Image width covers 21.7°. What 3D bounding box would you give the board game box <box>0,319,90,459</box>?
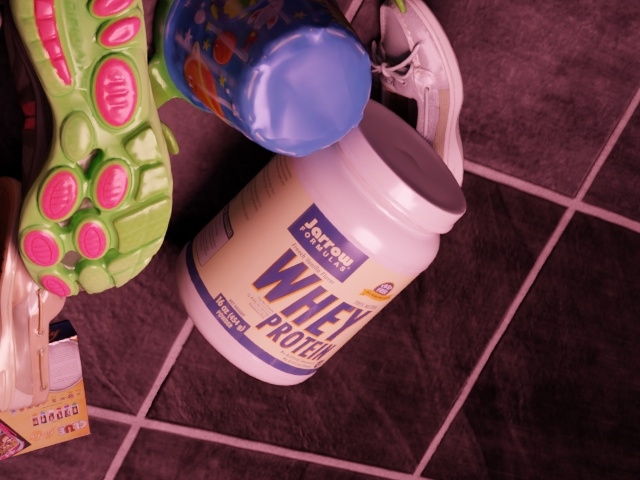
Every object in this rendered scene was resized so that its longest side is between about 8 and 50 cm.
[{"bbox_3d":[-0.427,0.210,2.155,0.243,0.042,0.165,-14,124,-20],"label":"board game box"}]

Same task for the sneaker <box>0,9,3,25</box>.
[{"bbox_3d":[-0.498,-0.145,1.858,0.148,0.131,0.350,36,87,-13],"label":"sneaker"}]

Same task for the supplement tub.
[{"bbox_3d":[0.000,0.000,2.090,0.235,0.235,0.325,29,117,-37],"label":"supplement tub"}]

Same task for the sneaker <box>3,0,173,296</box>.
[{"bbox_3d":[-0.267,-0.154,1.907,0.185,0.202,0.483,-1,119,-11],"label":"sneaker"}]

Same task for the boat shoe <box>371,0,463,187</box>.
[{"bbox_3d":[0.115,-0.177,2.157,0.103,0.118,0.320,-24,134,-18],"label":"boat shoe"}]

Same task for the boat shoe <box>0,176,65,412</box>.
[{"bbox_3d":[-0.370,0.066,2.047,0.098,0.109,0.302,-5,109,-34],"label":"boat shoe"}]

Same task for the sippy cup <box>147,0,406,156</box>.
[{"bbox_3d":[-0.054,-0.217,1.973,0.240,0.224,0.305,19,108,-35],"label":"sippy cup"}]
